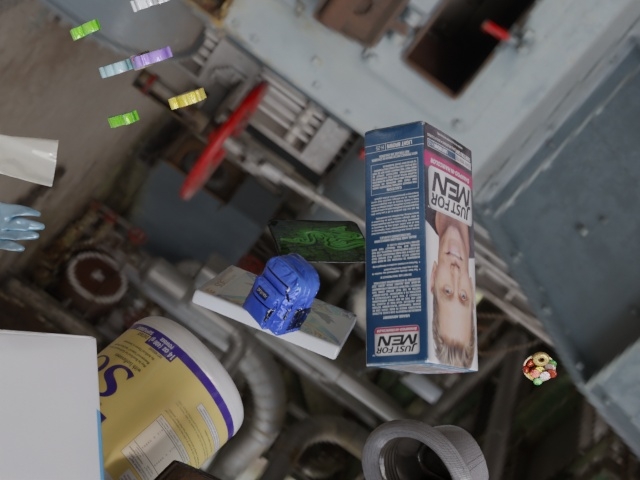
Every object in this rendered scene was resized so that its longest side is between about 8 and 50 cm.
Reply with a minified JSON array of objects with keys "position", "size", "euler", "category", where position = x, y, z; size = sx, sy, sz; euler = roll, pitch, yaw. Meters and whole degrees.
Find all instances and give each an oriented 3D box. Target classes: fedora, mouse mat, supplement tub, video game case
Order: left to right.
[{"position":[-0.307,0.300,1.486],"size":[0.331,0.241,0.241],"euler":[-41,177,-29],"category":"supplement tub"},{"position":[-0.091,0.152,2.174],"size":[0.300,0.329,0.036],"euler":[-43,154,-77],"category":"video game case"},{"position":[0.000,0.000,1.882],"size":[0.152,0.190,0.007],"euler":[-115,-148,-54],"category":"mouse mat"},{"position":[0.217,0.438,1.867],"size":[0.124,0.243,0.275],"euler":[-21,170,-37],"category":"fedora"}]

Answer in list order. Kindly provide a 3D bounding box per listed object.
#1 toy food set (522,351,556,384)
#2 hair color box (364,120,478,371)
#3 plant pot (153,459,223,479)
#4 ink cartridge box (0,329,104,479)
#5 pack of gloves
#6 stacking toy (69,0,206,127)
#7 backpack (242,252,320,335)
[{"position":[0.550,0.320,2.446],"size":[0.083,0.082,0.020],"euler":[-41,-167,21],"category":"toy food set"},{"position":[0.150,0.017,1.441],"size":[0.105,0.174,0.347],"euler":[-7,-104,32],"category":"hair color box"},{"position":[-0.185,0.402,1.216],"size":[0.230,0.215,0.215],"euler":[-64,-174,-12],"category":"plant pot"},{"position":[-0.410,0.245,1.178],"size":[0.270,0.197,0.198],"euler":[-35,-124,45],"category":"ink cartridge box"},{"position":[-0.539,-0.088,1.518],"size":[0.046,0.232,0.195],"euler":[126,-31,-70],"category":"pack of gloves"},{"position":[-0.281,-0.265,1.465],"size":[0.221,0.166,0.052],"euler":[-9,-163,40],"category":"stacking toy"},{"position":[-0.062,0.086,1.601],"size":[0.101,0.098,0.120],"euler":[-10,136,-55],"category":"backpack"}]
